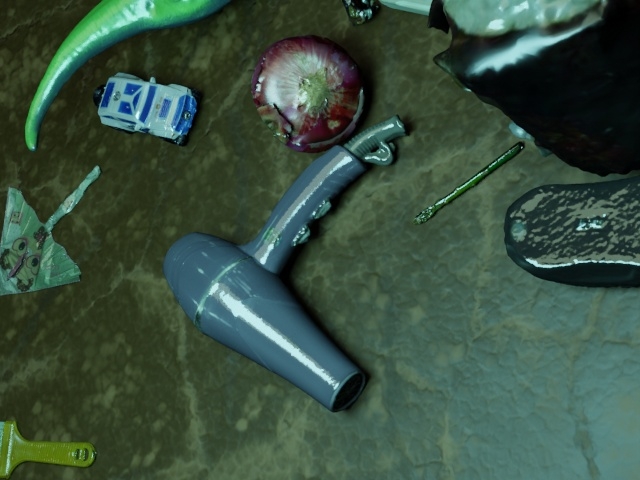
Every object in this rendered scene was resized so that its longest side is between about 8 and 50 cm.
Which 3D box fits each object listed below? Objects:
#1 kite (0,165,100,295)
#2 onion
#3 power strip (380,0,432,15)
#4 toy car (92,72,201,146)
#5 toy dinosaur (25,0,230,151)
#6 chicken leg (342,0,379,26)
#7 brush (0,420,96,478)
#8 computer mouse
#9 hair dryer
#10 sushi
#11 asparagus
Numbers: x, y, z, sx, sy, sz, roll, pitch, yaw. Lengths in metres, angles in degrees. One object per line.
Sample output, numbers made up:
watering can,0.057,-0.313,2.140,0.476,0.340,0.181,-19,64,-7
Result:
kite,-0.399,-0.016,2.098,0.250,0.012,0.229,-49,56,12
onion,-0.023,-0.182,1.832,0.140,0.150,0.150,170,115,-74
power strip,0.143,-0.302,1.794,0.191,0.030,0.047,19,86,37
toy car,-0.246,-0.187,2.004,0.171,0.070,0.080,16,86,36
toy dinosaur,-0.158,-0.302,1.950,0.375,0.144,0.500,19,86,24
chicken leg,-0.019,-0.378,1.851,0.253,0.051,0.106,39,106,4
brush,-0.392,0.291,2.000,0.218,0.010,0.082,-3,74,33
computer mouse,0.308,-0.009,1.565,0.217,0.073,0.122,-3,75,28
hair dryer,0.000,0.000,1.769,0.301,0.121,0.361,37,93,28
sushi,0.283,-0.241,1.493,0.281,0.294,0.299,12,73,45
asparagus,0.173,-0.066,1.713,0.166,0.016,0.013,-37,92,19
